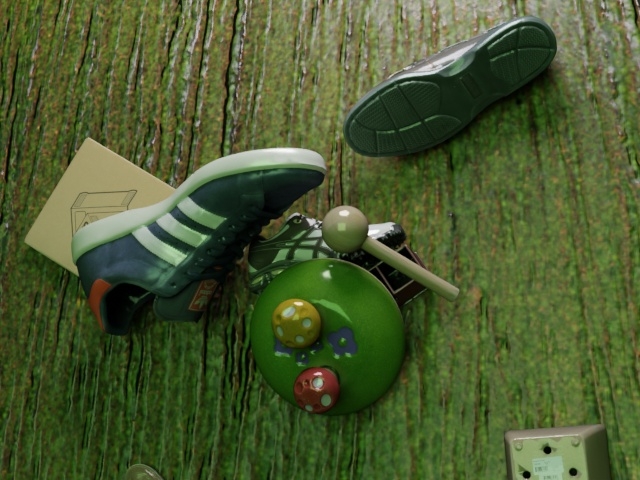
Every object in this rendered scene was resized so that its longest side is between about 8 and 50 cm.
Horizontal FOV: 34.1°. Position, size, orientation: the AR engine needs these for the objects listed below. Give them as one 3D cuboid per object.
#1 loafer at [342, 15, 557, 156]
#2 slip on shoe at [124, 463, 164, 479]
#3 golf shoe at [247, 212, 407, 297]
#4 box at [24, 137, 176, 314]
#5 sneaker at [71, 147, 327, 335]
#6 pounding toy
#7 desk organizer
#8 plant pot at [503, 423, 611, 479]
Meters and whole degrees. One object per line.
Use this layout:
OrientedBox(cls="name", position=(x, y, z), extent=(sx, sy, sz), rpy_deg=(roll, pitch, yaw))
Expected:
OrientedBox(cls="loafer", position=(0.151, -0.183, 1.240), extent=(0.267, 0.084, 0.096), rpy_deg=(-26, 110, 11))
OrientedBox(cls="slip on shoe", position=(-0.200, 0.325, 1.224), extent=(0.051, 0.041, 0.135), rpy_deg=(-25, 69, 11))
OrientedBox(cls="golf shoe", position=(0.000, 0.000, 1.230), extent=(0.198, 0.077, 0.094), rpy_deg=(-18, 70, 12))
OrientedBox(cls="box", position=(-0.272, -0.021, 1.358), extent=(0.201, 0.021, 0.164), rpy_deg=(30, 86, 23))
OrientedBox(cls="sneaker", position=(-0.133, 0.012, 1.217), extent=(0.350, 0.131, 0.148), rpy_deg=(-25, 69, 27))
OrientedBox(cls="pounding toy", position=(0.010, 0.099, 1.136), extent=(0.183, 0.110, 0.237), rpy_deg=(39, 109, 6))
OrientedBox(cls="desk organizer", position=(0.064, 0.062, 1.204), extent=(0.130, 0.050, 0.047), rpy_deg=(-36, 67, 6))
OrientedBox(cls="plant pot", position=(0.240, 0.242, 1.069), extent=(0.109, 0.096, 0.109), rpy_deg=(-7, 73, 17))
